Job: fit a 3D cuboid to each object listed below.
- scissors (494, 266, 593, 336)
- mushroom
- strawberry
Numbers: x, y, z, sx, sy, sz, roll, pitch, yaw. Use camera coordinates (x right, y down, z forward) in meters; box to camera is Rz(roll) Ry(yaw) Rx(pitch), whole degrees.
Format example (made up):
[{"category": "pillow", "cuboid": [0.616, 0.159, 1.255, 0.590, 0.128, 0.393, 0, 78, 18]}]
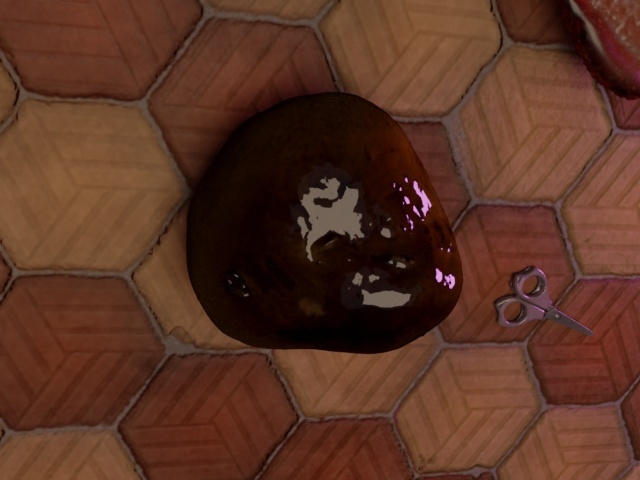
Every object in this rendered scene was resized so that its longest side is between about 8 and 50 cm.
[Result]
[{"category": "scissors", "cuboid": [0.340, 0.107, 1.550, 0.189, 0.015, 0.100, 25, 103, -30]}, {"category": "mushroom", "cuboid": [0.000, 0.000, 1.292, 0.346, 0.259, 0.345, 0, 95, 3]}, {"category": "strawberry", "cuboid": [0.382, -0.269, 1.357, 0.228, 0.098, 0.174, 9, 108, -20]}]
